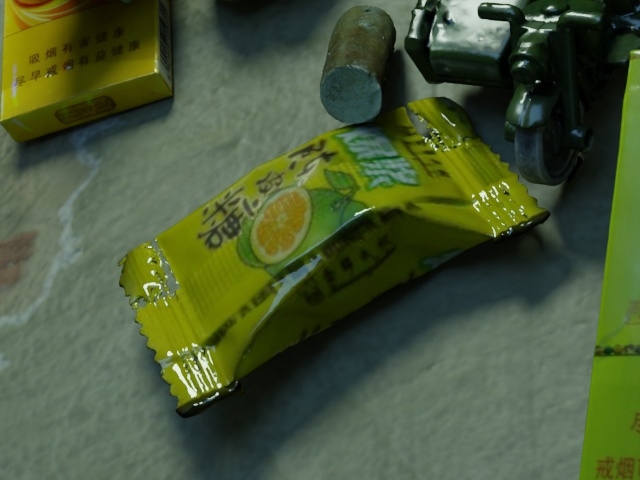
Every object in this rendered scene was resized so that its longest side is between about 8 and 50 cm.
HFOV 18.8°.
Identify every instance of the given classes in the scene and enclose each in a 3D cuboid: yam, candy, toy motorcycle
[{"bbox_3d":[0.029,-0.135,1.488,0.054,0.054,0.132,-19,24,15],"label":"yam"},{"bbox_3d":[0.000,0.000,1.412,0.297,0.081,0.187,-27,44,-3],"label":"candy"},{"bbox_3d":[0.148,-0.177,1.429,0.205,0.127,0.275,10,57,29],"label":"toy motorcycle"}]

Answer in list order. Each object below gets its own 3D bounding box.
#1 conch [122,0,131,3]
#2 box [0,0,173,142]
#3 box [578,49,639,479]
[{"bbox_3d":[-0.195,-0.261,1.641,0.137,0.114,0.234,3,23,12],"label":"conch"},{"bbox_3d":[-0.206,-0.217,1.701,0.152,0.043,0.269,-14,53,14],"label":"box"},{"bbox_3d":[0.266,0.031,1.216,0.187,0.047,0.335,-2,71,35],"label":"box"}]
